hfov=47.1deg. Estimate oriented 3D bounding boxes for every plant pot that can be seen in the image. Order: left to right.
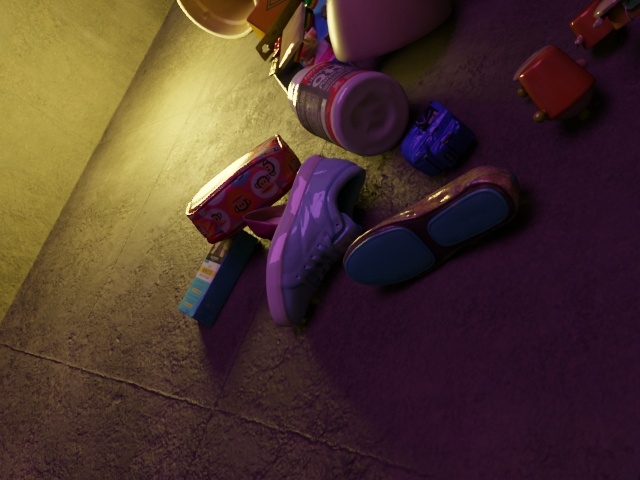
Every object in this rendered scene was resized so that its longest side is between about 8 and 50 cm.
[{"bbox_3d":[-0.309,-0.953,2.628,0.333,0.334,0.305,-17,37,47],"label":"plant pot"},{"bbox_3d":[0.127,-0.548,1.623,0.284,0.191,0.284,-21,29,12],"label":"plant pot"}]

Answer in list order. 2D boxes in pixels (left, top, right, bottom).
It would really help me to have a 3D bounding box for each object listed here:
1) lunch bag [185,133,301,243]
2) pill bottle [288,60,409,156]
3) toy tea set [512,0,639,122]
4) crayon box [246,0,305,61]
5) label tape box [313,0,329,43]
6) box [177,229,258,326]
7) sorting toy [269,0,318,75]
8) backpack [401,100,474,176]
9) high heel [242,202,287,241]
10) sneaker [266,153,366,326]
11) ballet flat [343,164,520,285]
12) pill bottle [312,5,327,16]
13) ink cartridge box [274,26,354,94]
[{"bbox_3d":[-0.185,-0.134,1.778,0.293,0.120,0.258,-36,19,6],"label":"lunch bag"},{"bbox_3d":[0.045,-0.302,1.624,0.176,0.176,0.318,-56,31,2],"label":"pill bottle"},{"bbox_3d":[0.457,-0.313,1.160,0.336,0.124,0.200,-42,4,29],"label":"toy tea set"},{"bbox_3d":[-0.120,-0.715,2.239,0.319,0.081,0.202,-55,-3,3],"label":"crayon box"},{"bbox_3d":[0.134,-0.651,1.890,0.333,0.106,0.241,-40,34,29],"label":"label tape box"},{"bbox_3d":[-0.251,0.083,1.799,0.100,0.060,0.244,13,73,57],"label":"box"},{"bbox_3d":[-0.065,-0.543,1.986,0.274,0.046,0.132,-40,40,55],"label":"sorting toy"},{"bbox_3d":[0.213,-0.180,1.356,0.120,0.098,0.101,-49,35,11],"label":"backpack"},{"bbox_3d":[-0.058,-0.067,1.610,0.244,0.117,0.082,-25,43,41],"label":"high heel"},{"bbox_3d":[0.000,0.000,1.464,0.150,0.135,0.366,7,79,31],"label":"sneaker"},{"bbox_3d":[0.189,-0.024,1.250,0.348,0.123,0.123,-31,40,37],"label":"ballet flat"},{"bbox_3d":[0.040,-0.756,2.106,0.119,0.119,0.209,-16,49,47],"label":"pill bottle"},{"bbox_3d":[-0.017,-0.445,1.961,0.176,0.069,0.371,-49,34,13],"label":"ink cartridge box"}]
